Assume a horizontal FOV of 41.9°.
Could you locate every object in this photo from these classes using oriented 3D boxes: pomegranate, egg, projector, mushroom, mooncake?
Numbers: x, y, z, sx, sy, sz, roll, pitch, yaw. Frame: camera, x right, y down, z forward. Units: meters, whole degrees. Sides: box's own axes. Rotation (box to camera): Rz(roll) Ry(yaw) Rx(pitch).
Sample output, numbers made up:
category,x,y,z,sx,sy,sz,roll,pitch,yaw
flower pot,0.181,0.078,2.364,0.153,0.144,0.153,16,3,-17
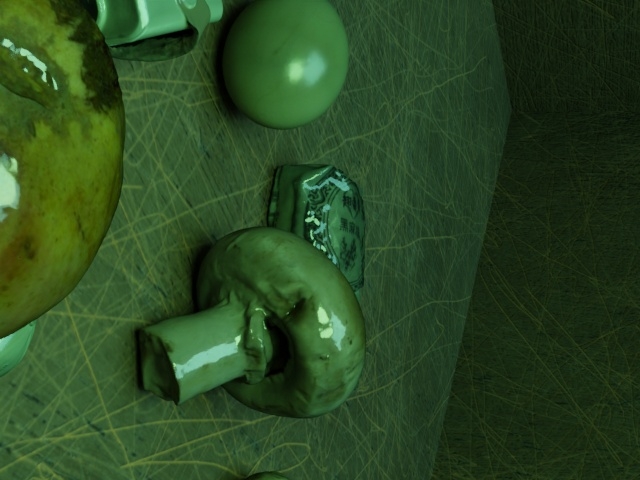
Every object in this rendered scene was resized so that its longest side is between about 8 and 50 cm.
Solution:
category,x,y,z,sx,sy,sz,roll,pitch,yaw
pomegranate,-0.293,-0.077,0.617,0.322,0.322,0.322,4,90,-66
egg,-0.049,-0.276,1.250,0.186,0.186,0.242,64,35,-49
projector,-0.217,-0.309,0.898,0.177,0.163,0.243,-41,128,-57
mushroom,-0.094,0.138,1.150,0.290,0.292,0.293,-27,119,-43
mooncake,0.005,0.000,1.483,0.254,0.136,0.250,24,68,-65

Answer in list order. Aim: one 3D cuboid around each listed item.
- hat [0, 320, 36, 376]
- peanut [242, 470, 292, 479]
category,x,y,z,sx,sy,sz,roll,pitch,yaw
hat,-0.341,0.091,0.795,0.166,0.081,0.122,-50,136,-38
peanut,-0.112,0.446,1.310,0.253,0.122,0.137,-35,125,-55
